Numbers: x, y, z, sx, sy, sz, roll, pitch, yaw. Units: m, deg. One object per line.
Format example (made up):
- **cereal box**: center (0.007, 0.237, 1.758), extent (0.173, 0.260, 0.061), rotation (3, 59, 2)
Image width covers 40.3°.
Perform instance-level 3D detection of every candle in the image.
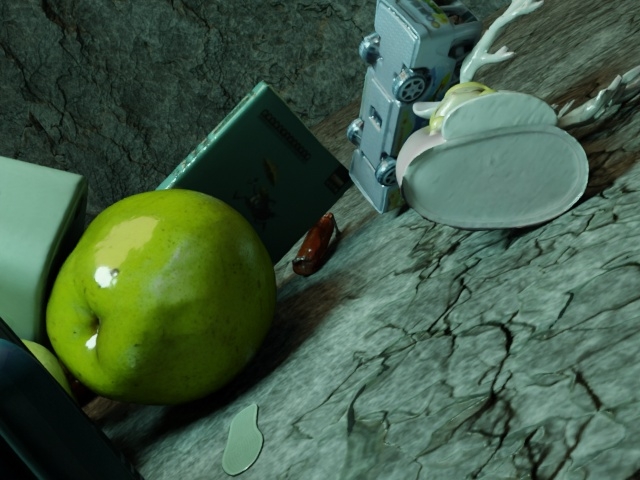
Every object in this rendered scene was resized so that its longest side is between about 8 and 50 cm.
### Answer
- **candle**: center (0.000, 0.000, 1.375), extent (0.053, 0.048, 0.162), rotation (-59, 2, 38)

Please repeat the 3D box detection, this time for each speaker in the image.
- **speaker**: center (-0.439, 0.059, 1.181), extent (0.406, 0.184, 0.183), rotation (116, 168, -50)

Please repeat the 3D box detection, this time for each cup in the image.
- **cup**: center (-0.296, 0.223, 0.743), extent (0.242, 0.292, 0.308), rotation (-39, 11, -16)

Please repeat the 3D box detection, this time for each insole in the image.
- **insole**: center (-0.080, 0.205, 0.906), extent (0.053, 0.002, 0.152), rotation (-35, 12, 6)

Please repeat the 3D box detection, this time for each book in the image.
- **book**: center (-0.141, -0.024, 1.279), extent (0.379, 0.264, 0.031), rotation (-46, 48, 3)

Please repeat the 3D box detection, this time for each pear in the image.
- **pear**: center (-0.190, 0.071, 1.098), extent (0.294, 0.294, 0.294), rotation (-34, 12, 8)

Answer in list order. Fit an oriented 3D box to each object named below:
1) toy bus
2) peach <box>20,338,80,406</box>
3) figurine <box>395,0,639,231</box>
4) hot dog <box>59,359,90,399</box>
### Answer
- **toy bus**: center (0.124, -0.188, 1.205), extent (0.136, 0.109, 0.329), rotation (-20, -34, -22)
- **peach**: center (-0.427, 0.243, 1.011), extent (0.314, 0.281, 0.315), rotation (-38, 25, -8)
- **figurine**: center (0.233, -0.148, 1.006), extent (0.284, 0.206, 0.315), rotation (-38, 17, 19)
- **hot dog**: center (-0.516, 0.229, 1.623), extent (0.388, 0.174, 0.267), rotation (-21, 9, -9)
